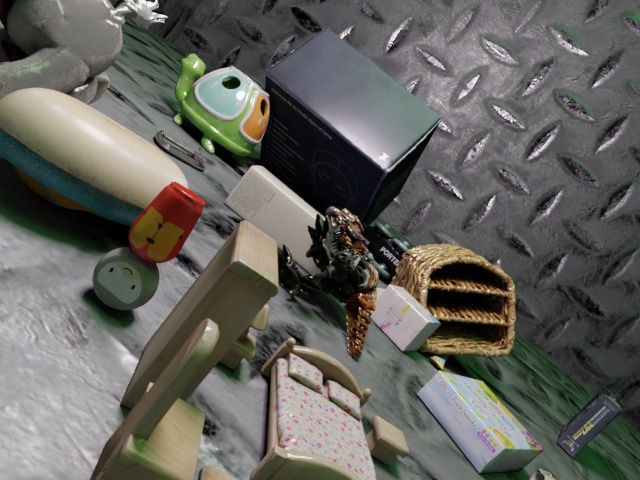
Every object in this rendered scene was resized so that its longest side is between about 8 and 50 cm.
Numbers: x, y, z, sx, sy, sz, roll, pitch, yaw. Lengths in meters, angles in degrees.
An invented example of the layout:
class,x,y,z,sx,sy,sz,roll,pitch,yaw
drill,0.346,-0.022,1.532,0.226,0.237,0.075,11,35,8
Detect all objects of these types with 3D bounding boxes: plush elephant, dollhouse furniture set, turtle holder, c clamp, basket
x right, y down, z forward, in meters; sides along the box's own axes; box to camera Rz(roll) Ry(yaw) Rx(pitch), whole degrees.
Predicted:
class,x,y,z,sx,sy,sz,roll,pitch,yaw
plush elephant,-0.454,-0.334,0.845,0.330,0.255,0.271,-31,112,-44
dollhouse furniture set,0.015,0.165,0.509,0.356,0.173,0.303,36,13,-15
turtle holder,-0.291,-0.405,1.572,0.243,0.227,0.320,25,19,-48
c clamp,-0.337,-0.219,1.260,0.161,0.022,0.137,29,21,-46
basket,0.356,0.145,1.323,0.299,0.213,0.223,10,22,-23

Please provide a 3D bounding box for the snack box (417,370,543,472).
class,x,y,z,sx,sy,sz,roll,pitch,yaw
snack box,0.301,0.339,0.975,0.207,0.070,0.174,24,20,-47

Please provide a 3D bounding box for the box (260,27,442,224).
class,x,y,z,sx,sy,sz,roll,pitch,yaw
box,0.067,-0.334,1.735,0.480,0.297,0.471,42,-22,10

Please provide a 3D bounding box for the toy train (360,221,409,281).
class,x,y,z,sx,sy,sz,roll,pitch,yaw
toy train,0.243,0.075,1.661,0.334,0.142,0.190,44,1,30

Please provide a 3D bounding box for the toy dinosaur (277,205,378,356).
class,x,y,z,sx,sy,sz,roll,pitch,yaw
toy dinosaur,0.046,0.055,0.999,0.218,0.164,0.322,23,22,-36

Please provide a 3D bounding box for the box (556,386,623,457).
class,x,y,z,sx,sy,sz,roll,pitch,yaw
box,0.749,0.500,1.449,0.059,0.183,0.233,46,13,27

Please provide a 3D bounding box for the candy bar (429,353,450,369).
class,x,y,z,sx,sy,sz,roll,pitch,yaw
candy bar,0.292,0.286,1.272,0.040,0.018,0.161,43,13,16

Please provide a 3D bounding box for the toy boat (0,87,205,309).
class,x,y,z,sx,sy,sz,roll,pitch,yaw
toy boat,-0.261,-0.055,0.632,0.318,0.148,0.267,39,4,39

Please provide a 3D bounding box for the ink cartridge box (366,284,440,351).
class,x,y,z,sx,sy,sz,roll,pitch,yaw
ink cartridge box,0.182,0.171,1.189,0.143,0.090,0.092,45,13,30

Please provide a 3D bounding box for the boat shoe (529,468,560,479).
class,x,y,z,sx,sy,sz,roll,pitch,yaw
boat shoe,0.356,0.425,0.800,0.094,0.109,0.302,28,-3,27

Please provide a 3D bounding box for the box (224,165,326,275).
class,x,y,z,sx,sy,sz,roll,pitch,yaw
box,-0.072,-0.044,1.182,0.275,0.113,0.094,41,11,1
